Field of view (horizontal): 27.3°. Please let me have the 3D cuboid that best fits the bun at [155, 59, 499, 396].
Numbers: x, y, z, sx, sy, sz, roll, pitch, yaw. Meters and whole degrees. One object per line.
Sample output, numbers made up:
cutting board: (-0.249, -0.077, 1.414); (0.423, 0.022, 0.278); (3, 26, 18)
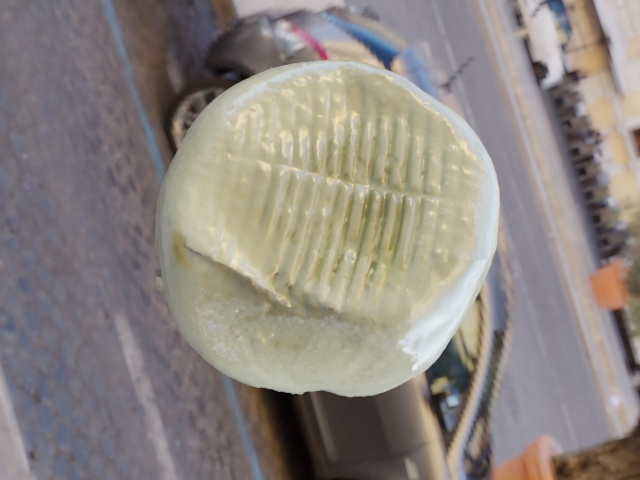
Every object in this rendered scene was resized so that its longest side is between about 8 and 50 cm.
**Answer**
bun: (0.000, 0.000, 0.862); (0.145, 0.229, 0.229); (103, -22, -64)
